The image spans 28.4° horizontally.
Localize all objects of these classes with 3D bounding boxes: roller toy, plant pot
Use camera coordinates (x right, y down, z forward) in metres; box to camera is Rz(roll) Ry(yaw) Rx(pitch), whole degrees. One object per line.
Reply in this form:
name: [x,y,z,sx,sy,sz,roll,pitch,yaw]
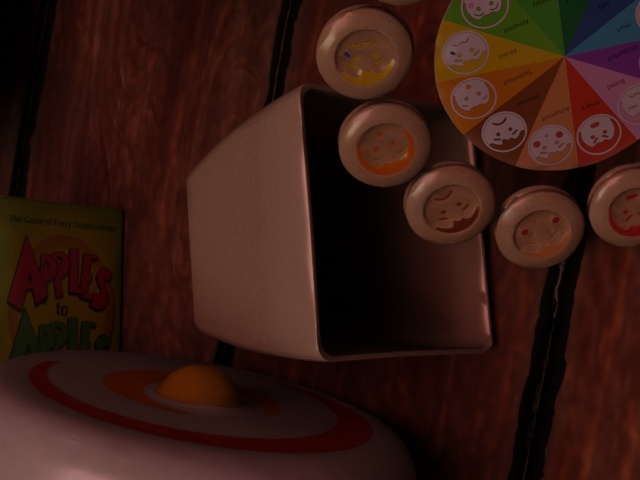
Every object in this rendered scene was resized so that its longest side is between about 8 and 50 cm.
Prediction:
roller toy: [-0.062,0.122,0.529,0.209,0.191,0.146,18,98,56]
plant pot: [0.000,0.000,0.553,0.096,0.109,0.109,-11,81,43]

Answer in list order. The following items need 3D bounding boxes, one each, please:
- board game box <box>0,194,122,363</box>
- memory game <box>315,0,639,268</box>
board game box: [-0.148,0.071,0.644,0.043,0.092,0.181,-1,86,33]
memory game: [0.091,-0.067,0.473,0.186,0.186,0.012,-44,24,22]
